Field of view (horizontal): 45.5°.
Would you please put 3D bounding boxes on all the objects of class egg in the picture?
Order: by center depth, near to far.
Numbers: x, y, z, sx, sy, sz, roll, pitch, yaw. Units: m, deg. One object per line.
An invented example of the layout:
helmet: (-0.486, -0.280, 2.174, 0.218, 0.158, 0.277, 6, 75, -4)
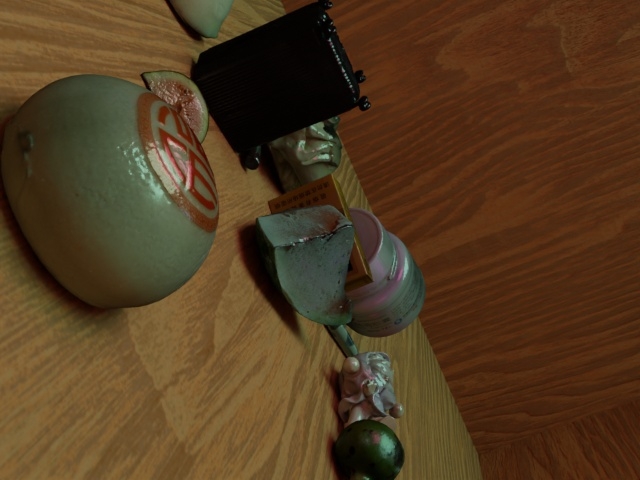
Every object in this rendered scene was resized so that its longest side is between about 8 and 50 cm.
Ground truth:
egg: (-0.271, -0.624, 1.769, 0.264, 0.174, 0.286, -42, 113, -75)

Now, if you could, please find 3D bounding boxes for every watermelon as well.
watermelon: (-0.262, -0.244, 1.400, 0.069, 0.087, 0.163, 8, -54, 58)
watermelon: (-0.014, 0.013, 1.627, 0.320, 0.213, 0.289, 48, 18, -30)

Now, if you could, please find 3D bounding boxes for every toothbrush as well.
toothbrush: (-0.165, -0.262, 1.902, 0.364, 0.041, 0.041, -95, 160, -61)

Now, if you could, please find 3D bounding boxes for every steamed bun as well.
steamed bun: (-0.219, -0.067, 0.891, 0.283, 0.177, 0.283, -23, 90, -79)
steamed bun: (-0.043, -0.280, 1.987, 0.320, 0.206, 0.275, 79, -6, -56)

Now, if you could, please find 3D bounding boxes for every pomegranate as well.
pomegranate: (0.099, 0.444, 1.527, 0.169, 0.148, 0.148, -90, 156, -47)

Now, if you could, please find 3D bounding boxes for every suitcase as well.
suitcase: (-0.088, -0.355, 1.680, 0.152, 0.335, 0.230, -92, 158, -49)

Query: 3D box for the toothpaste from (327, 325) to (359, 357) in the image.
toothpaste: (0.068, 0.268, 1.976, 0.239, 0.039, 0.062, 61, 6, -41)

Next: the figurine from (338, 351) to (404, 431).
figurine: (0.104, 0.356, 1.731, 0.200, 0.133, 0.276, 46, 21, -17)

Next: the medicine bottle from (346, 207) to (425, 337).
medicine bottle: (0.117, 0.085, 1.993, 0.325, 0.256, 0.256, 53, 18, -52)

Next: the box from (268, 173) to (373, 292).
box: (0.000, 0.000, 1.813, 0.076, 0.174, 0.274, 41, 29, -65)
